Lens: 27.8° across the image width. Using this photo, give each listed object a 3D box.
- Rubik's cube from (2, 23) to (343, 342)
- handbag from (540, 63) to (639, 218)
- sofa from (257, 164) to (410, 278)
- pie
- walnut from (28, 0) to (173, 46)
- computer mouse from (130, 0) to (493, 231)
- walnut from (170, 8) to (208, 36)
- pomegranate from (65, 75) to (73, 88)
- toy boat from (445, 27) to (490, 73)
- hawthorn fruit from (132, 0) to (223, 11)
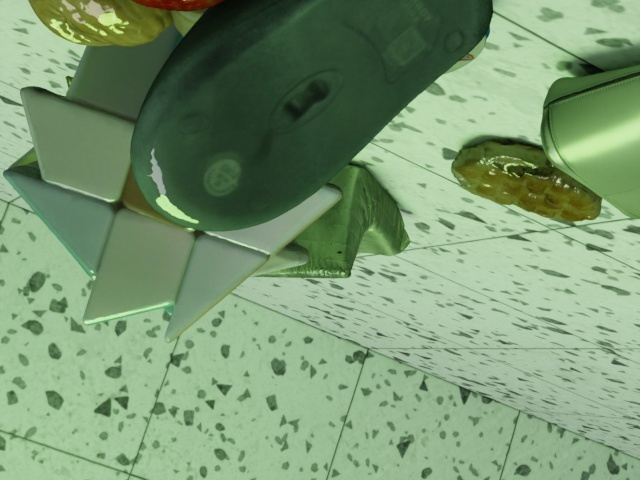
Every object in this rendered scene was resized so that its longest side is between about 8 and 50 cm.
[{"bbox_3d":[-0.171,-0.085,1.503,0.387,0.368,0.358,18,-175,-2],"label":"Rubik's cube"},{"bbox_3d":[0.387,-0.117,1.232,0.241,0.109,0.315,27,152,-37],"label":"handbag"},{"bbox_3d":[0.000,0.000,1.918,0.210,0.176,0.225,1,161,21],"label":"sofa"},{"bbox_3d":[0.258,-0.073,1.606,0.195,0.046,0.195,17,169,4],"label":"pie"},{"bbox_3d":[-0.215,-0.261,1.264,0.166,0.149,0.166,45,-178,-2],"label":"walnut"},{"bbox_3d":[-0.010,-0.163,1.107,0.188,0.371,0.122,48,-173,-44],"label":"computer mouse"},{"bbox_3d":[-0.064,-0.227,1.212,0.162,0.140,0.140,20,170,31],"label":"walnut"},{"bbox_3d":[-0.289,-0.161,1.847,0.156,0.156,0.220,14,135,20],"label":"pomegranate"},{"bbox_3d":[0.057,-0.196,1.273,0.129,0.088,0.295,27,165,-35],"label":"toy boat"},{"bbox_3d":[-0.117,-0.273,1.035,0.179,0.179,0.200,22,-177,-16],"label":"hawthorn fruit"}]
